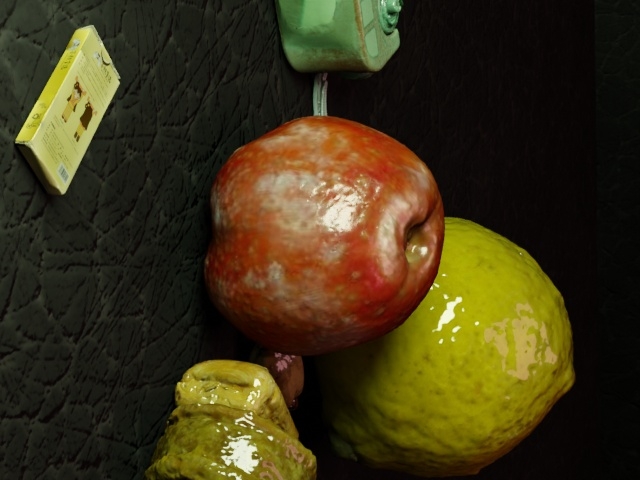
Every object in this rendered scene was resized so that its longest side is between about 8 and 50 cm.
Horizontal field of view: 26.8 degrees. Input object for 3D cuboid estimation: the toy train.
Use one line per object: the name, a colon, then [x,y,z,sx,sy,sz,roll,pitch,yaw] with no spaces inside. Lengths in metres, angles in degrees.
toy train: [0.016,-0.339,1.635,0.159,0.129,0.326,-50,138,-52]

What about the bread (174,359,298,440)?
bread: [-0.085,0.219,1.514,0.211,0.114,0.083,75,26,-44]

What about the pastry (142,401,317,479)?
pastry: [-0.094,0.254,1.408,0.188,0.189,0.103,70,35,-46]

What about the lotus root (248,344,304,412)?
lotus root: [-0.056,0.159,1.636,0.072,0.063,0.152,-37,141,-27]

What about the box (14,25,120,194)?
box: [-0.226,-0.119,1.216,0.073,0.020,0.149,67,34,-47]

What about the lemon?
lemon: [0.155,0.150,1.810,0.387,0.350,0.350,-39,139,-18]

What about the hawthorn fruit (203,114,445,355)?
hawthorn fruit: [0.002,-0.004,1.503,0.284,0.284,0.284,4,90,-68]

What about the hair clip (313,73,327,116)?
hair clip: [0.009,-0.164,1.771,0.030,0.039,0.115,-40,128,-68]
